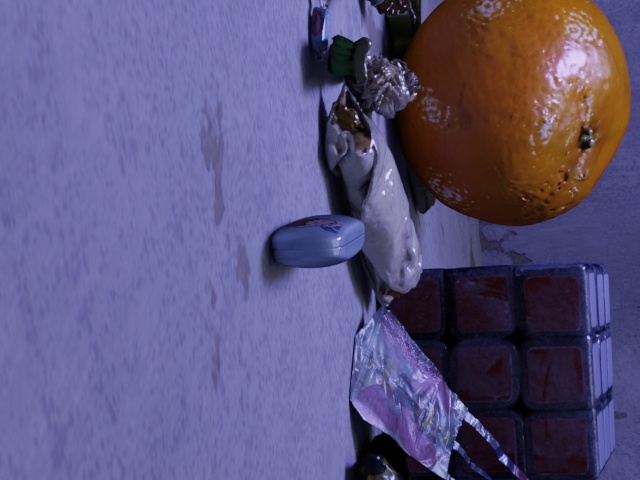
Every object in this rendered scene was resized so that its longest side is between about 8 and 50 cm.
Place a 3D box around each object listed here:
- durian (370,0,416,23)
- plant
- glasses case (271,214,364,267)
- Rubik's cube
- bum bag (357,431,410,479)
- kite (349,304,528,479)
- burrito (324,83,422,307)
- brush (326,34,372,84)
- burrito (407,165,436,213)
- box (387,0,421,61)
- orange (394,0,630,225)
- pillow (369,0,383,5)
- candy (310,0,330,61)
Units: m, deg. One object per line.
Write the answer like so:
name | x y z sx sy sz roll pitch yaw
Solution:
durian | 0.092 -0.370 1.891 0.110 0.071 0.140 -64 135 -79
plant | 0.068 -0.191 1.748 0.116 0.104 0.122 -13 134 -46
glasses case | 0.000 0.000 1.259 0.178 0.067 0.045 -31 119 -78
Rubik's cube | 0.268 0.185 1.934 0.301 0.305 0.304 5 84 -71
bum bag | 0.078 0.296 1.600 0.232 0.060 0.107 -5 83 -82
kite | 0.161 0.246 1.686 0.360 0.022 0.204 47 34 -18
burrito | 0.068 -0.032 1.638 0.392 0.076 0.117 68 27 -54
brush | 0.032 -0.212 1.547 0.282 0.048 0.054 -87 -170 -83
burrito | 0.185 -0.101 2.382 0.058 0.045 0.188 -63 161 -19
box | 0.147 -0.448 2.298 0.173 0.043 0.311 72 18 -55
orange | 0.327 -0.226 2.178 0.326 0.424 0.424 38 -32 48
pillow | 0.103 -0.469 1.680 0.283 0.138 0.310 -89 -161 -71
candy | 0.000 -0.237 1.476 0.030 0.020 0.083 38 53 -65
